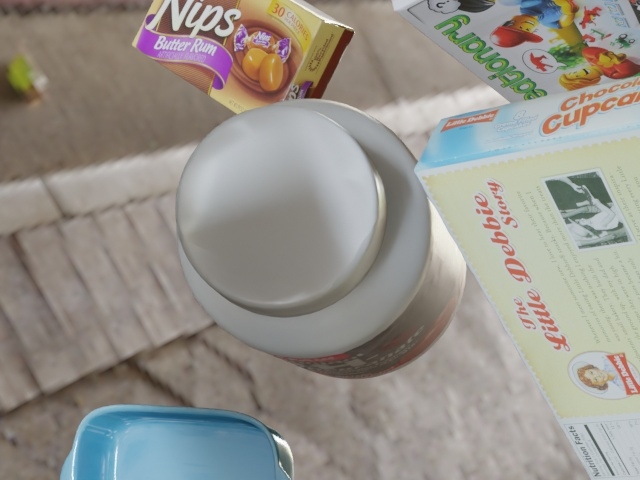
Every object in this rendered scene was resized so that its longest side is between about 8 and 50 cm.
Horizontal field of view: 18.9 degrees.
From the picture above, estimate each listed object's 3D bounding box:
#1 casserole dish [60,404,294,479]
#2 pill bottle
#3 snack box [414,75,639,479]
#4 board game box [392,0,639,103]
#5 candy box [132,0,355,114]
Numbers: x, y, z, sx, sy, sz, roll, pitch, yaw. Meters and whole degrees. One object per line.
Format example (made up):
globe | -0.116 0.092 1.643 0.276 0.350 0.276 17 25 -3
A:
casserole dish | -0.083 0.160 1.196 0.037 0.188 0.114 4 86 -53
pill bottle | 0.000 0.000 1.340 0.318 0.176 0.176 38 28 -76
snack box | 0.212 0.048 1.194 0.322 0.187 0.060 58 41 -27
board game box | 0.224 -0.202 1.735 0.305 0.193 0.053 30 43 -47
candy box | -0.069 -0.174 1.652 0.187 0.109 0.053 35 14 34
